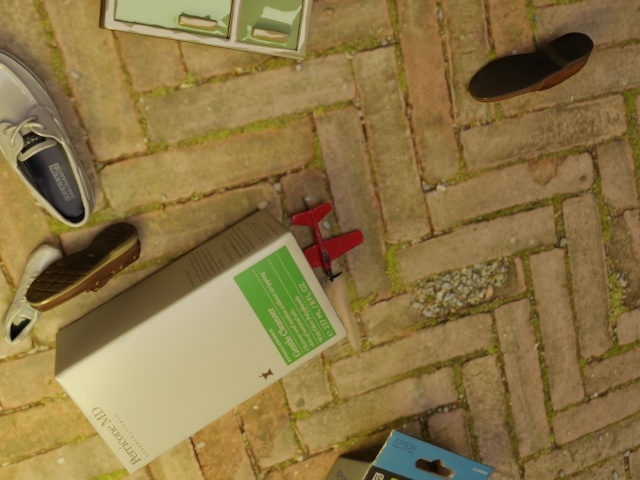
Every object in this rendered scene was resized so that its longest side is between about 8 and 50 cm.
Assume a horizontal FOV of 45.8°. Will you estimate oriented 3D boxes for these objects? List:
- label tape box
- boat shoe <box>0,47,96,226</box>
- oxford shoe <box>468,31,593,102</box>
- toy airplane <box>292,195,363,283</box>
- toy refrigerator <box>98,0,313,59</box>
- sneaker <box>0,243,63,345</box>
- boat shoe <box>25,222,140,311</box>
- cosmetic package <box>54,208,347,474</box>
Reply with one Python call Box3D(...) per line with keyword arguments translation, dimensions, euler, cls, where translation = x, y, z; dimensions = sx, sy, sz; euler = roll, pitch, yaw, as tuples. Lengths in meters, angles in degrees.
Box3D(translation=(0.117, 0.488, 1.341), dimensions=(0.241, 0.106, 0.333), euler=(27, 93, -26), cls="label tape box")
Box3D(translation=(-0.371, -0.133, 0.989), dimensions=(0.095, 0.084, 0.258), euler=(-34, 114, -8), cls="boat shoe")
Box3D(translation=(0.342, -0.263, 1.236), dimensions=(0.212, 0.076, 0.076), euler=(-20, 151, -4), cls="oxford shoe")
Box3D(translation=(0.000, 0.000, 1.199), dimensions=(0.151, 0.028, 0.151), euler=(-6, 107, -18), cls="toy airplane")
Box3D(translation=(-0.151, -0.314, 1.016), dimensions=(0.270, 0.094, 0.102), euler=(4, 103, -22), cls="toy refrigerator")
Box3D(translation=(-0.398, 0.079, 1.054), dimensions=(0.054, 0.061, 0.152), euler=(23, 95, -23), cls="sneaker")
Box3D(translation=(-0.321, 0.047, 1.053), dimensions=(0.178, 0.064, 0.060), euler=(-39, 138, -30), cls="boat shoe")
Box3D(translation=(-0.174, 0.137, 1.099), dimensions=(0.366, 0.155, 0.197), euler=(-34, 114, -8), cls="cosmetic package")
